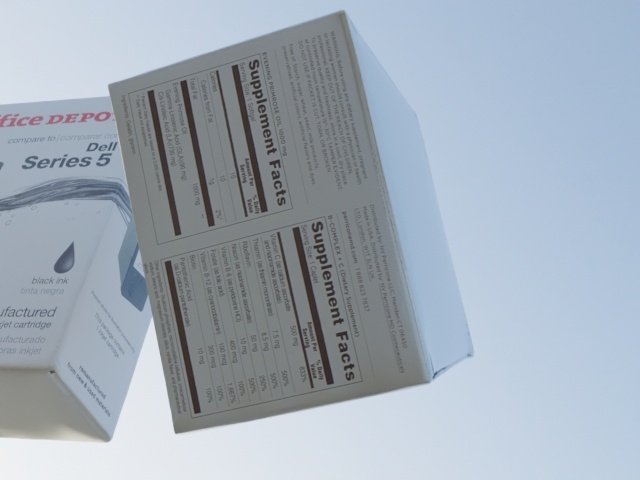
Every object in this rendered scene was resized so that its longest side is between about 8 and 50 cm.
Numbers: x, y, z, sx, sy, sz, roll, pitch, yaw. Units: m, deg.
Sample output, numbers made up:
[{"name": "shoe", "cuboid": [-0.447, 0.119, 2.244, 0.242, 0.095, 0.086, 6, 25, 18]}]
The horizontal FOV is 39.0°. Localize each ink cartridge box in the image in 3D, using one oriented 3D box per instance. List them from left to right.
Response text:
[{"name": "ink cartridge box", "cuboid": [-0.237, 0.014, 0.738, 0.198, 0.273, 0.115, -1, -39, 15]}]

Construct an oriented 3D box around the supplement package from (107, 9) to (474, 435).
[{"name": "supplement package", "cuboid": [0.000, 0.000, 0.599, 0.145, 0.262, 0.204, -14, -98, 12]}]
